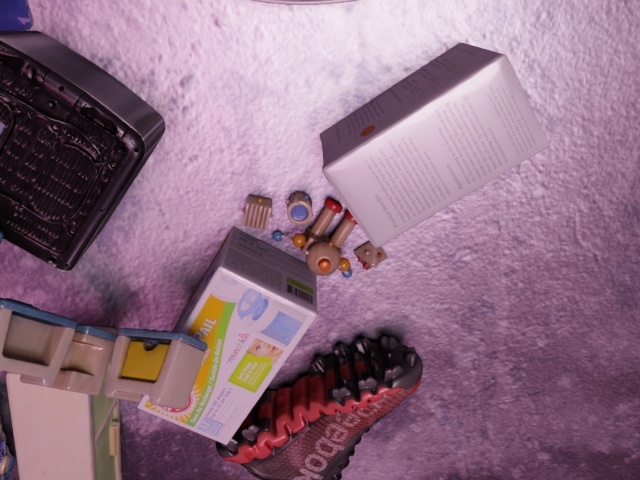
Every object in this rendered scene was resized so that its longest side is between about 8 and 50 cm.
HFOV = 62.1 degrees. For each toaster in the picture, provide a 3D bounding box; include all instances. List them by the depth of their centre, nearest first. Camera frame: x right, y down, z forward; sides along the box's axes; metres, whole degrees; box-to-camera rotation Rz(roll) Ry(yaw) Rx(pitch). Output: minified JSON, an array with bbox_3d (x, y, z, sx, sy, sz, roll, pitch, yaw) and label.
[{"bbox_3d":[-0.257,-0.093,0.498,0.168,0.110,0.185,33,110,-16],"label":"toaster"}]

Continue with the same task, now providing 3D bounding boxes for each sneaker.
[{"bbox_3d":[0.013,0.218,0.651,0.276,0.097,0.135,-31,111,14],"label":"sneaker"}]

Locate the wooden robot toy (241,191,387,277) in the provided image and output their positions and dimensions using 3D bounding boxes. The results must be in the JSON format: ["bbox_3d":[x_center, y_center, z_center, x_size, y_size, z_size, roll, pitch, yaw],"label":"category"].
[{"bbox_3d":[0.000,0.000,0.563,0.173,0.079,0.076,28,111,-13],"label":"wooden robot toy"}]

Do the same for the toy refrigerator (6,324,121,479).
[{"bbox_3d":[-0.300,0.244,0.653,0.094,0.102,0.269,6,113,-4],"label":"toy refrigerator"}]

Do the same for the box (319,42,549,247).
[{"bbox_3d":[0.094,-0.093,0.496,0.170,0.130,0.091,-31,112,13],"label":"box"}]

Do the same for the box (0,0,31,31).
[{"bbox_3d":[-0.349,-0.290,0.451,0.137,0.036,0.225,-6,115,2],"label":"box"}]

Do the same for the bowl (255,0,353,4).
[{"bbox_3d":[-0.013,-0.278,0.453,0.142,0.053,0.142,-1,114,-2],"label":"bowl"}]

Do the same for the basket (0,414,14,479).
[{"bbox_3d":[-0.476,0.249,0.577,0.201,0.254,0.289,-7,133,3],"label":"basket"}]

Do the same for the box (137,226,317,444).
[{"bbox_3d":[-0.102,0.107,0.595,0.114,0.103,0.203,28,110,-13],"label":"box"}]

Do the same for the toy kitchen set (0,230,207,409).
[{"bbox_3d":[-0.224,0.064,0.463,0.166,0.122,0.207,-1,158,28],"label":"toy kitchen set"}]
